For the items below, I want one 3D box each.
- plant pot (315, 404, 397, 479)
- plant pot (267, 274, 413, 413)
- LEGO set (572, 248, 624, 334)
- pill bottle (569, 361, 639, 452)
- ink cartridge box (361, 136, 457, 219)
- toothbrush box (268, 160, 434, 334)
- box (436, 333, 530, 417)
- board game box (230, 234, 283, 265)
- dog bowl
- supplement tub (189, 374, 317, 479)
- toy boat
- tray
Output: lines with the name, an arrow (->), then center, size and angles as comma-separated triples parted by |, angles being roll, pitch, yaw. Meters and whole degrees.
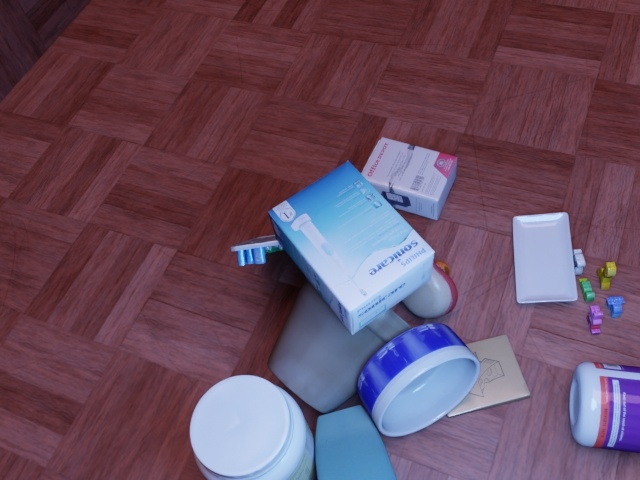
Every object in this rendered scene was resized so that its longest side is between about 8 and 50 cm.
plant pot -> 0.073, 0.495, 1.399 | 0.165, 0.166, 0.234 | -15, 49, -1
plant pot -> 0.030, 0.239, 1.516 | 0.323, 0.323, 0.280 | 38, 86, 29
LEGO set -> 0.695, 0.107, 1.591 | 0.087, 0.093, 0.227 | -6, 55, 5
pill bottle -> 0.710, 0.363, 1.364 | 0.323, 0.181, 0.181 | 4, 57, 12
ink cartridge box -> 0.254, -0.181, 1.856 | 0.237, 0.100, 0.172 | 18, 61, 19
toothbrush box -> 0.063, 0.010, 1.350 | 0.216, 0.126, 0.295 | -34, 61, -13
box -> 0.379, 0.324, 1.544 | 0.201, 0.021, 0.164 | -14, 55, 0
board game box -> 0.000, 0.000, 1.644 | 0.390, 0.390, 0.050 | -8, 93, 4
dog bowl -> 0.216, 0.310, 1.422 | 0.265, 0.265, 0.104 | -28, 50, -9
supplement tub -> -0.134, 0.441, 1.367 | 0.235, 0.325, 0.235 | -5, 55, 7
toy boat -> 0.276, 0.092, 1.665 | 0.151, 0.151, 0.231 | -11, 49, -34
tray -> 0.584, 0.047, 1.680 | 0.145, 0.030, 0.270 | -5, 55, 20
